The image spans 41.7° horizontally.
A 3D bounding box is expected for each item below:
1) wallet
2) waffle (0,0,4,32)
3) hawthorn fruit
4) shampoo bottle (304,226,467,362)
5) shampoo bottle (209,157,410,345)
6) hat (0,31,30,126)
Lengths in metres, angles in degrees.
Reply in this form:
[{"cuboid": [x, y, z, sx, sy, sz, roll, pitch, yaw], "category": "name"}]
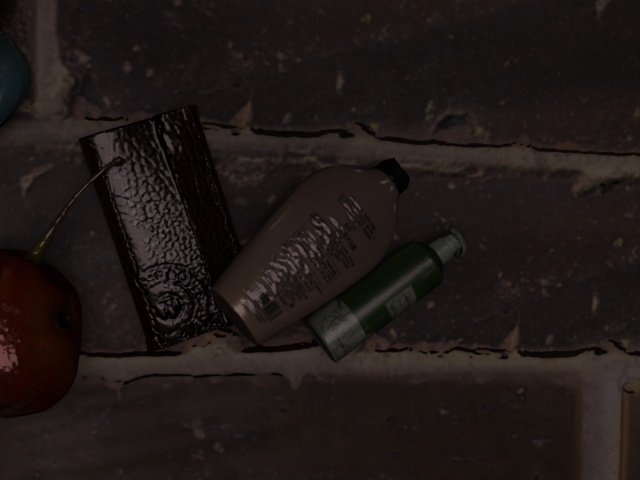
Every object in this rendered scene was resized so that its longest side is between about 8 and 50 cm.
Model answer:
[{"cuboid": [-0.159, -0.013, 0.907, 0.133, 0.039, 0.243, -18, 97, -16], "category": "wallet"}, {"cuboid": [-0.452, -0.316, 0.784, 0.328, 0.098, 0.224, 11, 74, -9], "category": "waffle"}, {"cuboid": [-0.290, 0.032, 0.828, 0.165, 0.165, 0.285, 21, 80, -12], "category": "hawthorn fruit"}, {"cuboid": [0.080, 0.055, 0.952, 0.204, 0.065, 0.065, -36, 97, -10], "category": "shampoo bottle"}, {"cuboid": [0.000, 0.000, 0.915, 0.257, 0.078, 0.127, -40, 99, -17], "category": "shampoo bottle"}, {"cuboid": [-0.386, -0.147, 0.836, 0.191, 0.078, 0.138, -45, 96, -9], "category": "hat"}]
